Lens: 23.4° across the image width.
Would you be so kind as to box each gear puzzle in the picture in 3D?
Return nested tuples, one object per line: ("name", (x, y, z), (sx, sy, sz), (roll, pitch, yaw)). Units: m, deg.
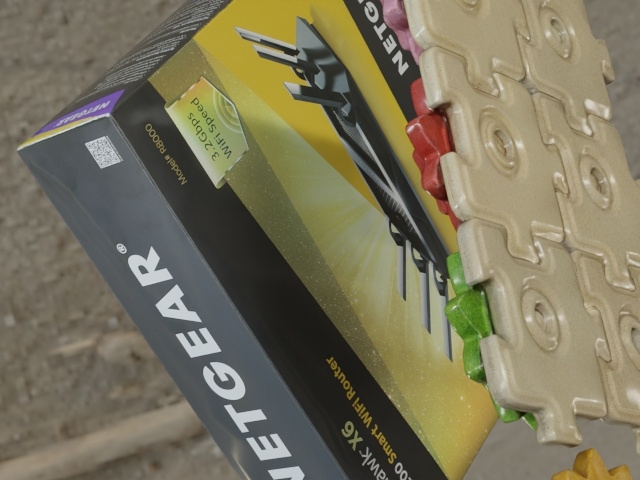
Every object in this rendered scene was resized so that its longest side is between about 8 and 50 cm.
("gear puzzle", (0.098, 0.017, 0.687), (0.044, 0.339, 0.175), (-25, 155, 34))

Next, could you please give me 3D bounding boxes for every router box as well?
("router box", (0.000, 0.000, 0.904), (0.081, 0.309, 0.243), (-15, -154, 41))
